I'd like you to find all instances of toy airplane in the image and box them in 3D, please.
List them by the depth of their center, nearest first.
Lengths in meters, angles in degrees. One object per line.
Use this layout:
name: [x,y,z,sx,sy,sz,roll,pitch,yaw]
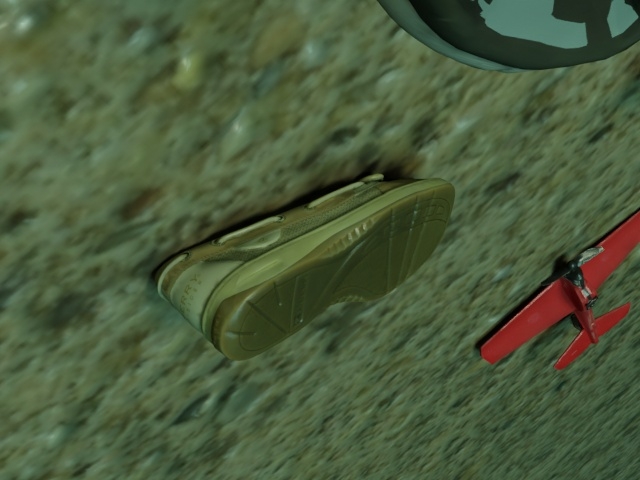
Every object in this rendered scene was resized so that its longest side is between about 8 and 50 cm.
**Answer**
toy airplane: [0.169,0.043,0.923,0.151,0.028,0.151,-33,154,-19]

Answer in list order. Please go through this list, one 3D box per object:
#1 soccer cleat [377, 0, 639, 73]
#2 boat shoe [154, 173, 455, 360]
soccer cleat: [0.063,-0.202,0.297,0.116,0.143,0.331,9,112,-18]
boat shoe: [-0.001,0.002,0.608,0.153,0.048,0.056,-29,141,-38]
